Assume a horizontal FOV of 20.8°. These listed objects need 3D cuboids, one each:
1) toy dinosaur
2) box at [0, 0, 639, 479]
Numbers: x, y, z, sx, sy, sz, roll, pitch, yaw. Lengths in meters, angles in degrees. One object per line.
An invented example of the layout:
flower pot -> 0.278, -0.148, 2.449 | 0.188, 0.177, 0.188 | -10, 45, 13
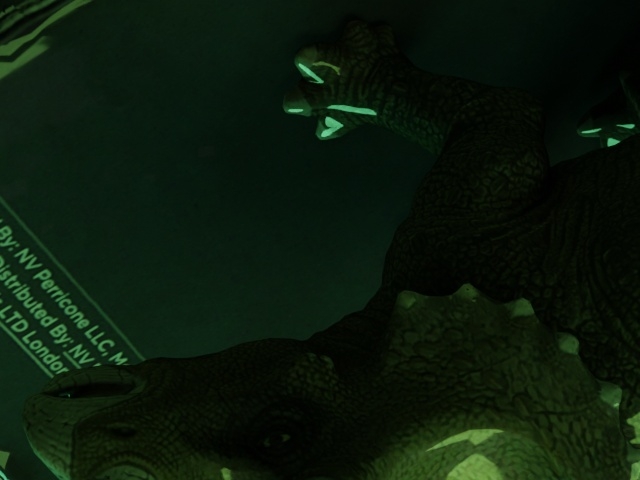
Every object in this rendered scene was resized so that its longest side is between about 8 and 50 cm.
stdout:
toy dinosaur -> 0.091, 0.003, 0.384 | 0.313, 0.160, 0.121 | -21, 134, -7
box -> -0.028, -0.120, 0.539 | 0.294, 0.296, 0.183 | -32, 134, 4
